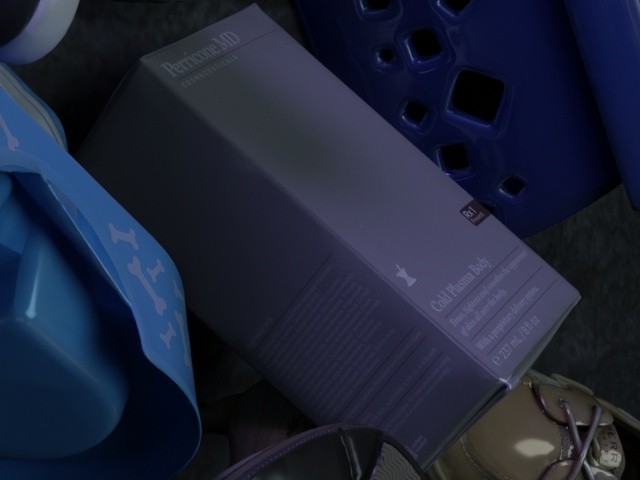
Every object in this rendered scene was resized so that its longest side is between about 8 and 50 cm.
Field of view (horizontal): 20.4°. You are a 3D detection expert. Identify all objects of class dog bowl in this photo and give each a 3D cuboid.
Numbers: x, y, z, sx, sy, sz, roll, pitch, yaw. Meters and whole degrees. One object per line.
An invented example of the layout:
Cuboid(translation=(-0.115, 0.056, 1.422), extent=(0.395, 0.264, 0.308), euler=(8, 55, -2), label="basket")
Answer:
Cuboid(translation=(-0.163, 0.008, 0.719), extent=(0.297, 0.166, 0.074), euler=(48, 36, -42), label="dog bowl")

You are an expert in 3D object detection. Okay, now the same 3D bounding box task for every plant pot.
Cuboid(translation=(0.146, -0.142, 1.154), extent=(0.236, 0.212, 0.236), euler=(-49, 125, -49), label="plant pot")

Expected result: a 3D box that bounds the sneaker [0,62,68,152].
Cuboid(translation=(-0.200, -0.081, 0.753), extent=(0.237, 0.085, 0.086), euler=(43, 22, -40), label="sneaker")

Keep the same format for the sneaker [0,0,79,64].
Cuboid(translation=(-0.193, -0.208, 0.721), extent=(0.147, 0.105, 0.295), euler=(2, 65, -53), label="sneaker")

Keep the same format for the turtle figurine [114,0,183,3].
Cuboid(translation=(-0.080, -0.246, 0.913), extent=(0.175, 0.118, 0.234), euler=(-27, 121, -49), label="turtle figurine")

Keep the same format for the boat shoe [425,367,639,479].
Cuboid(translation=(0.165, 0.142, 1.245), extent=(0.302, 0.098, 0.109), euler=(28, 62, -52), label="boat shoe")

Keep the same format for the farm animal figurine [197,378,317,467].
Cuboid(translation=(-0.022, 0.256, 0.877), extent=(0.327, 0.172, 0.330), euler=(-36, 115, -53), label="farm animal figurine")

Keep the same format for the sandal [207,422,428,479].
Cuboid(translation=(-0.077, 0.164, 0.752), extent=(0.303, 0.086, 0.120), euler=(-13, 85, -38), label="sandal")

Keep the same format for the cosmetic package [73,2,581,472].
Cuboid(translation=(0.000, 0.000, 0.902), extent=(0.238, 0.107, 0.127), euler=(43, 33, 4), label="cosmetic package")
